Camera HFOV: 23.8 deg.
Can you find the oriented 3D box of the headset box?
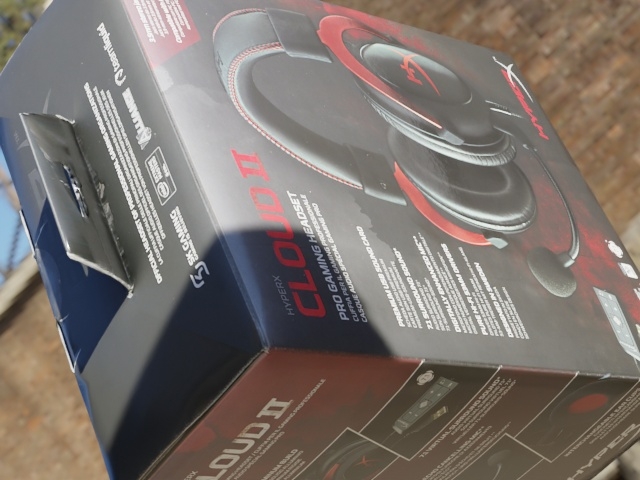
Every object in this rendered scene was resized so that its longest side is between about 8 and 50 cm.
[{"bbox_3d":[0.000,0.000,0.672,0.293,0.218,0.110,9,-45,-41],"label":"headset box"}]
